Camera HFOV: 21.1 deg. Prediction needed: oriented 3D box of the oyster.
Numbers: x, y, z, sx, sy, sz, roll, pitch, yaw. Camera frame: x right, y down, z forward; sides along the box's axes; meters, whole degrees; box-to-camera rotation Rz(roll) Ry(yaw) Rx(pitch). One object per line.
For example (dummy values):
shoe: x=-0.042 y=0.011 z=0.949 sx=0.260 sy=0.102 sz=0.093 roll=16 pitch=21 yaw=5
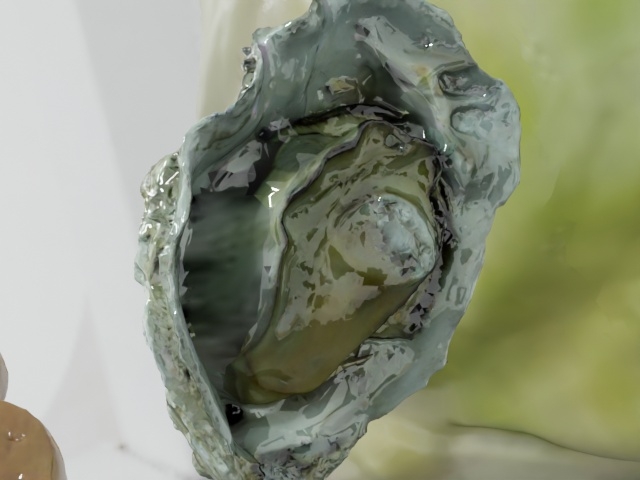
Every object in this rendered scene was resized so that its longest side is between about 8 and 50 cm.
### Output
oyster: x=0.001 y=0.001 z=0.361 sx=0.100 sy=0.098 sz=0.037 roll=-40 pitch=27 yaw=-16

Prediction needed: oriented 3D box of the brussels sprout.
brussels sprout: x=0.086 y=-0.057 z=0.579 sx=0.317 sy=0.273 sz=0.242 roll=-24 pitch=20 yaw=-1

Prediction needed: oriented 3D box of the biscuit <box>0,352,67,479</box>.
biscuit: x=-0.170 y=0.118 z=0.669 sx=0.144 sy=0.040 sz=0.236 roll=-5 pitch=45 yaw=-5
